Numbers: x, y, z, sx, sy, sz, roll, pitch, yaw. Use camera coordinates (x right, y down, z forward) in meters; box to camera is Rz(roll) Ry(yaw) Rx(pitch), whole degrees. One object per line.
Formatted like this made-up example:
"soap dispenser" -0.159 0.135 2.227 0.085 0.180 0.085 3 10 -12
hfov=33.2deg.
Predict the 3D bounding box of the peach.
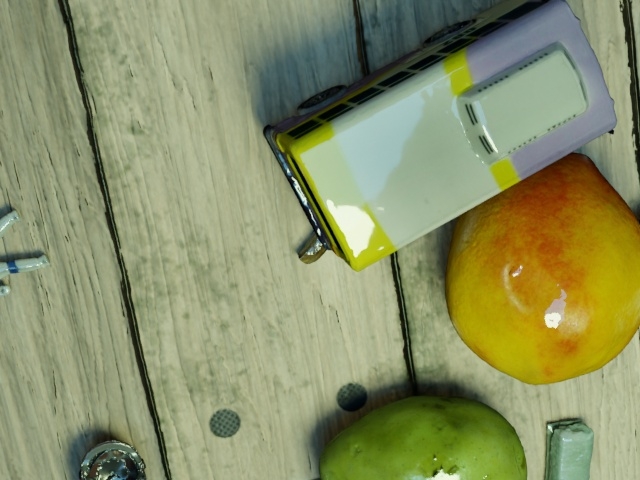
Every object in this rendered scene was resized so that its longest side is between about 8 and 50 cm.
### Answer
"peach" 0.316 0.033 1.516 0.289 0.289 0.307 4 107 -9

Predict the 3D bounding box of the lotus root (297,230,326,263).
"lotus root" 0.002 0.001 1.585 0.030 0.037 0.083 34 96 -18

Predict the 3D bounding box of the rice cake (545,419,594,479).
"rice cake" 0.394 0.453 1.732 0.066 0.063 0.336 -1 103 -8

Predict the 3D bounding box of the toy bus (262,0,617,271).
"toy bus" 0.170 -0.159 1.454 0.440 0.249 0.209 -29 105 -5

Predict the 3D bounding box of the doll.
"doll" -0.507 0.050 1.520 0.227 0.057 0.114 -33 112 -8

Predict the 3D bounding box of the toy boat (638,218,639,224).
"toy boat" 0.627 0.042 1.596 0.330 0.123 0.215 30 73 -2

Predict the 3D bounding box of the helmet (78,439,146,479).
"helmet" -0.311 0.349 1.608 0.098 0.070 0.123 -7 97 -12

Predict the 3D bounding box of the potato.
"potato" 0.153 0.341 1.603 0.304 0.216 0.215 -10 105 7
